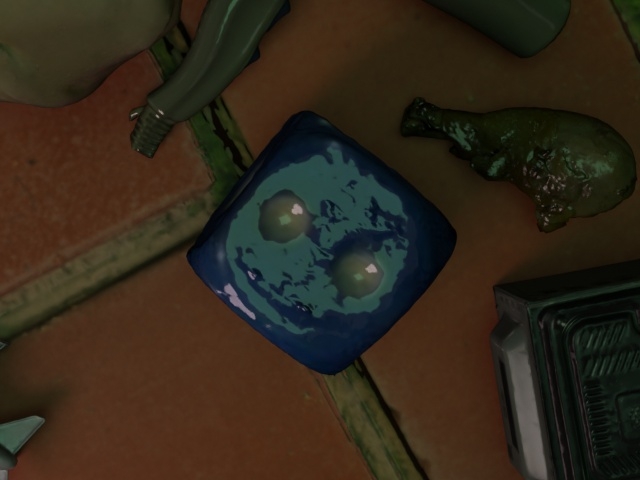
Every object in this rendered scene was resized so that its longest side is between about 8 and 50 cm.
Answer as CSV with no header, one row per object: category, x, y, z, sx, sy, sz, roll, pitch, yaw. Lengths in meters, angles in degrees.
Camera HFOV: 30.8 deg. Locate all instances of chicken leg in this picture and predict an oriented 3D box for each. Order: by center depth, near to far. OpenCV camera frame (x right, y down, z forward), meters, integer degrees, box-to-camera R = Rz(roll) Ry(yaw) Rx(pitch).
chicken leg,0.144,-0.062,0.863,0.178,0.070,0.093,19,99,4

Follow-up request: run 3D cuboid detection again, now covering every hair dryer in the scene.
hair dryer,0.030,-0.173,0.847,0.296,0.119,0.298,13,109,-7

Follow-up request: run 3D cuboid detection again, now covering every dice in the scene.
dice,0.000,0.000,0.817,0.146,0.146,0.143,41,93,-5

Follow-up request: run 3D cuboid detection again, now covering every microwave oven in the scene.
microwave oven,0.218,0.127,0.846,0.162,0.122,0.208,-11,94,-3

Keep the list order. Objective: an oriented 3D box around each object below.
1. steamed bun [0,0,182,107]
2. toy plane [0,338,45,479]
steamed bun,-0.238,-0.214,0.767,0.275,0.206,0.320,-27,72,-17
toy plane,-0.298,0.137,0.855,0.171,0.065,0.162,22,81,-8
